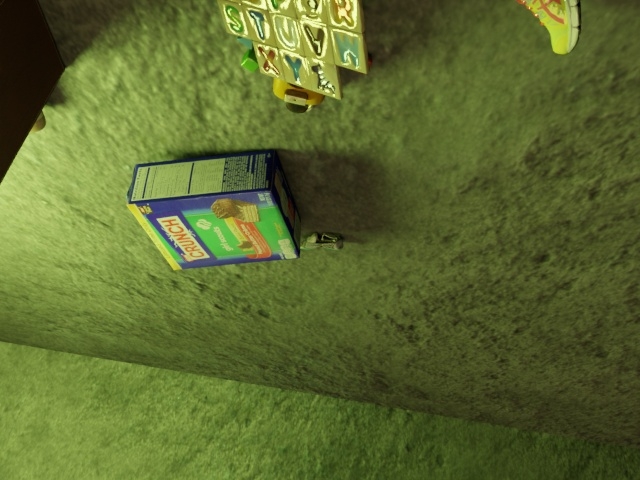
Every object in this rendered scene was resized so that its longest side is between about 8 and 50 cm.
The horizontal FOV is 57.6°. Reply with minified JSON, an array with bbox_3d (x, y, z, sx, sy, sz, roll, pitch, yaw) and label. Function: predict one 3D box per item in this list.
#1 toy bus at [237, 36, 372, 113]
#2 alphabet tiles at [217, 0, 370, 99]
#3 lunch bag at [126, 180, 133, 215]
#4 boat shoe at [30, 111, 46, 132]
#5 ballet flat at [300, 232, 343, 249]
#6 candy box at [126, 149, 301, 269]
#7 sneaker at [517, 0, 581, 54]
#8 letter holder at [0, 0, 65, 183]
[{"bbox_3d":[-0.031,-0.271,0.957,0.191,0.104,0.202,-17,139,36],"label":"toy bus"},{"bbox_3d":[-0.060,-0.350,0.757,0.285,0.011,0.343,29,149,34],"label":"alphabet tiles"},{"bbox_3d":[-0.409,-0.095,1.376,0.065,0.067,0.098,8,148,3],"label":"lunch bag"},{"bbox_3d":[-0.722,-0.262,1.144,0.341,0.122,0.110,7,147,2],"label":"boat shoe"},{"bbox_3d":[0.000,0.000,1.452,0.114,0.041,0.041,2,147,12],"label":"ballet flat"},{"bbox_3d":[-0.225,-0.060,1.304,0.317,0.122,0.268,-4,146,10],"label":"candy box"},{"bbox_3d":[0.297,-0.342,0.786,0.094,0.081,0.208,-9,133,27],"label":"sneaker"},{"bbox_3d":[-0.566,-0.264,0.927,0.152,0.302,0.214,10,148,0],"label":"letter holder"}]
